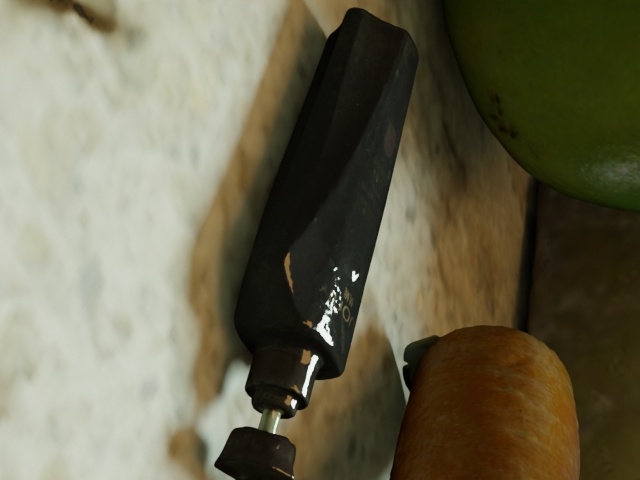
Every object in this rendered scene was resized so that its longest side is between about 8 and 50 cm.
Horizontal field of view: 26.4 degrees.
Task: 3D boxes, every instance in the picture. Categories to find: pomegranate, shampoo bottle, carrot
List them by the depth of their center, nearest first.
[{"bbox_3d":[0.037,0.108,0.360,0.225,0.067,0.067,-73,152,-55],"label":"carrot"},{"bbox_3d":[0.000,0.000,0.367,0.048,0.027,0.137,55,43,-50],"label":"shampoo bottle"},{"bbox_3d":[0.145,-0.093,0.456,0.180,0.210,0.179,-10,103,-47],"label":"pomegranate"}]

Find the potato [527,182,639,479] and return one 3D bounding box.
[{"bbox_3d":[0.197,0.090,0.589,0.211,0.190,0.264,43,52,-57],"label":"potato"}]
